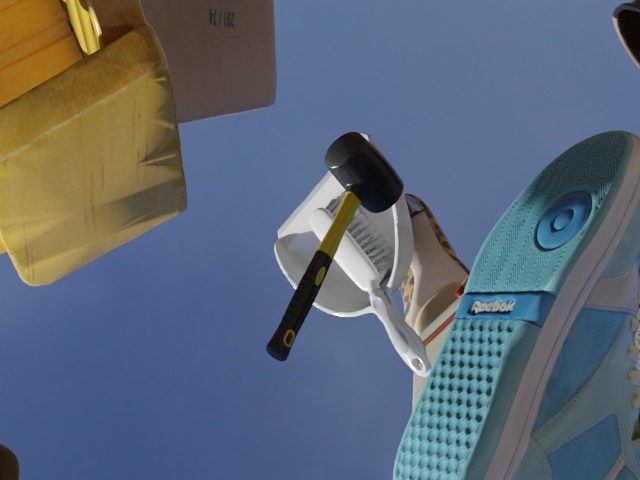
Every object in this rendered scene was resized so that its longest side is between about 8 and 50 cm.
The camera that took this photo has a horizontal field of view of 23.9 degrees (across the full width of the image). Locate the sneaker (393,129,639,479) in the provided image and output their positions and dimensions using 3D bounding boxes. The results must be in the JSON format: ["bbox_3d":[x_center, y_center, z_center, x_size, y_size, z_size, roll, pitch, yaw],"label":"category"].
[{"bbox_3d":[0.201,0.096,1.103,0.208,0.319,0.127,32,170,-24],"label":"sneaker"}]

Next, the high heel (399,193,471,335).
[{"bbox_3d":[0.138,0.062,1.751,0.093,0.261,0.186,-24,175,6],"label":"high heel"}]

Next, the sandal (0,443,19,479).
[{"bbox_3d":[-0.271,0.219,1.165,0.072,0.049,0.180,27,-157,-18],"label":"sandal"}]

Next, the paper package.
[{"bbox_3d":[-0.188,-0.281,1.640,0.168,0.310,0.325,3,-169,25],"label":"paper package"}]

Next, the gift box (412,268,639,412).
[{"bbox_3d":[0.254,0.118,1.373,0.255,0.276,0.258,49,-170,-8],"label":"gift box"}]

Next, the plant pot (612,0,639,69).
[{"bbox_3d":[0.371,-0.198,1.314,0.167,0.165,0.167,46,178,2],"label":"plant pot"}]

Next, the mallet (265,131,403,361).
[{"bbox_3d":[0.000,0.000,1.109,0.039,0.062,0.190,-7,-140,44],"label":"mallet"}]

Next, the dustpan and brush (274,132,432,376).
[{"bbox_3d":[0.043,0.029,1.295,0.060,0.147,0.211,-8,-125,-54],"label":"dustpan and brush"}]

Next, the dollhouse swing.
[{"bbox_3d":[-0.284,-0.140,0.893,0.305,0.315,0.347,-21,-105,-9],"label":"dollhouse swing"}]
